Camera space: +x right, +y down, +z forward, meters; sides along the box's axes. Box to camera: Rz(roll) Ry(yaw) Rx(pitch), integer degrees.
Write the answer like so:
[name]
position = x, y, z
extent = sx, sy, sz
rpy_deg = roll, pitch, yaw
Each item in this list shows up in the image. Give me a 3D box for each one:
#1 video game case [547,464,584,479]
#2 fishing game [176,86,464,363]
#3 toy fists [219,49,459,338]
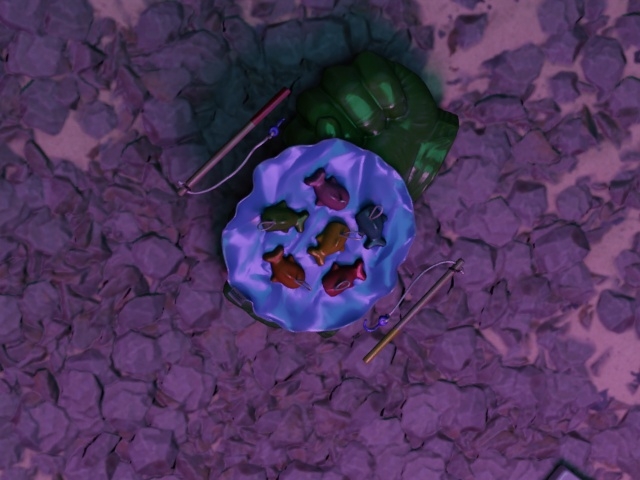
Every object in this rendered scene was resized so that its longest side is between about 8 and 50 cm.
[video game case]
position = 0.263, 0.359, 1.643
extent = 0.173, 0.022, 0.190
rpy_deg = 37, 95, -17
[fishing game]
position = 0.000, 0.000, 1.392
extent = 0.189, 0.041, 0.264
rpy_deg = -42, 114, 1
[toy fists]
position = 0.009, -0.043, 1.449
extent = 0.142, 0.096, 0.279
rpy_deg = 29, 99, -15
